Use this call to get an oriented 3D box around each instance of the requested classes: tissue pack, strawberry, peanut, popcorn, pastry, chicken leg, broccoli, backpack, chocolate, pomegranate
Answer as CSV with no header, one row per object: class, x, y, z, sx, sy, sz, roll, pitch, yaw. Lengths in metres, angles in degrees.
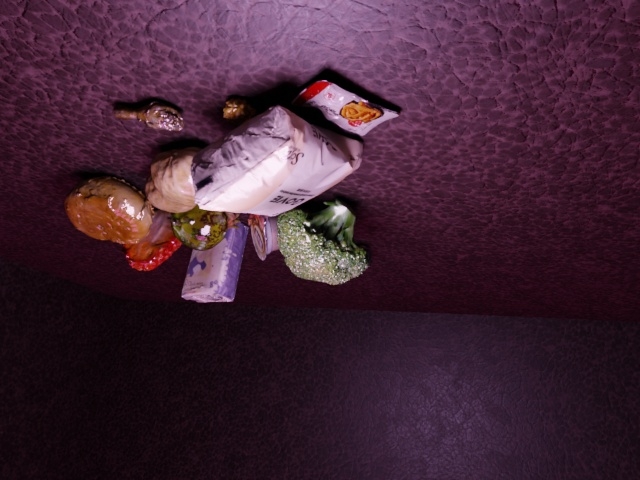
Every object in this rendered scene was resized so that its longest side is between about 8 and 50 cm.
tissue pack,-0.448,0.092,2.139,0.242,0.344,0.125,-7,155,36
strawberry,-0.666,0.014,2.015,0.265,0.336,0.149,1,129,3
peanut,-0.455,-0.187,1.593,0.192,0.170,0.387,33,153,-23
tissue pack,-0.118,-0.195,1.349,0.390,0.195,0.375,-29,160,28
popcorn,-0.204,-0.325,1.274,0.083,0.057,0.082,1,162,6
pastry,-0.760,-0.123,1.845,0.315,0.184,0.284,7,140,8
chicken leg,-0.461,-0.335,1.334,0.197,0.069,0.085,10,-174,10
broccoli,0.006,0.005,1.774,0.310,0.321,0.413,-22,161,24
backpack,0.141,0.067,2.254,0.120,0.106,0.165,-6,-170,-39
chocolate,-0.189,-0.038,1.994,0.147,0.221,0.221,-17,169,-20
pomegranate,-0.418,-0.085,1.877,0.276,0.222,0.204,-23,161,-19

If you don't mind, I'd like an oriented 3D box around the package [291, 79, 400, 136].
package,0.061,-0.324,1.230,0.239,0.030,0.154,17,161,-32
